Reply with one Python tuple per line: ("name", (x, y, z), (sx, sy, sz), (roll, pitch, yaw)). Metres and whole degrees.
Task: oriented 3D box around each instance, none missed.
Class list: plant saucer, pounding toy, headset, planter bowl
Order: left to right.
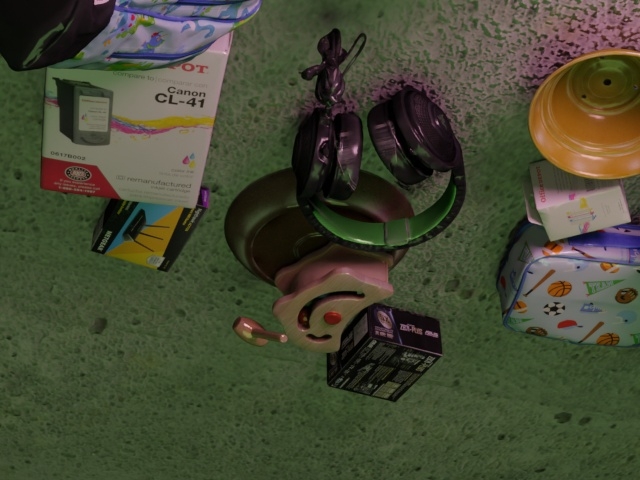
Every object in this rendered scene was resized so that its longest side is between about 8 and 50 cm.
("plant saucer", (0.000, 0.000, 1.771), (0.310, 0.050, 0.311), (-1, 142, -1))
("pounding toy", (0.003, 0.127, 1.766), (0.269, 0.155, 0.154), (-30, 129, 31))
("headset", (0.067, -0.115, 1.519), (0.243, 0.185, 0.394), (-11, 133, 12))
("planter bowl", (0.391, -0.192, 1.497), (0.217, 0.090, 0.217), (5, 136, 5))

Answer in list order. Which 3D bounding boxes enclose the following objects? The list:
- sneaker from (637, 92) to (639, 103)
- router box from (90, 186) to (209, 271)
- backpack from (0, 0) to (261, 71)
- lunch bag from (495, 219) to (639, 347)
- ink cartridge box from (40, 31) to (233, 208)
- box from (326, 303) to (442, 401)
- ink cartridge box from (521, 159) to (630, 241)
("sneaker", (0.498, -0.169, 1.565), (0.052, 0.058, 0.135), (-30, 132, 31))
("router box", (-0.268, -0.032, 1.724), (0.133, 0.046, 0.179), (16, 138, -21))
("backpack", (-0.200, -0.313, 1.172), (0.273, 0.290, 0.355), (-29, 166, 16))
("lunch bag", (0.455, 0.063, 1.811), (0.303, 0.115, 0.243), (5, 138, -6))
("ink cartridge box", (-0.249, -0.194, 1.459), (0.226, 0.131, 0.306), (7, 142, -10))
("box", (0.113, 0.206, 2.002), (0.147, 0.078, 0.180), (15, 138, -19))
("ink cartridge box", (0.381, -0.070, 1.658), (0.143, 0.092, 0.090), (-15, 140, 18))
